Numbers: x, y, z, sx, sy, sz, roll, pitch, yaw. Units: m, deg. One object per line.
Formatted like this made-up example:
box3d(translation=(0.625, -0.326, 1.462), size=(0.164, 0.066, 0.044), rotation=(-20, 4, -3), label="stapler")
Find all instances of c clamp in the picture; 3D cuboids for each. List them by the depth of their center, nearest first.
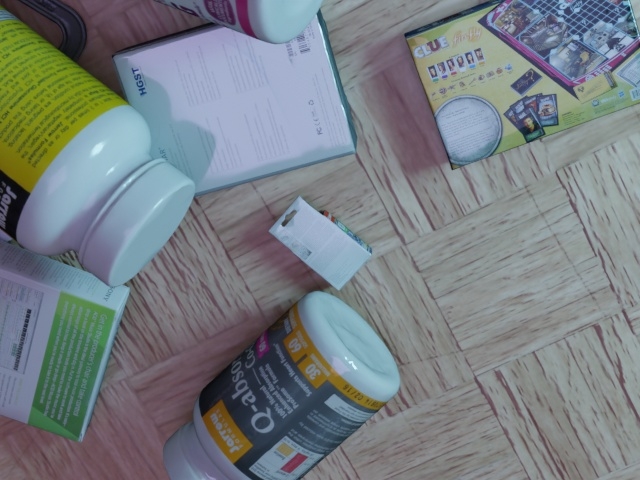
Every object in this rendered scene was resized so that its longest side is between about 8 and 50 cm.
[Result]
box3d(translation=(-0.345, -0.227, 1.207), size=(0.161, 0.022, 0.137), rotation=(37, 106, -9), label="c clamp")

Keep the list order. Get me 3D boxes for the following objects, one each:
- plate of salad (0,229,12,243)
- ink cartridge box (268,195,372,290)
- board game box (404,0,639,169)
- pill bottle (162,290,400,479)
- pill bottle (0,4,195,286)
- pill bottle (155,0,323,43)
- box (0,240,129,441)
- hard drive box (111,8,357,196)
box3d(translation=(-0.418, -0.088, 1.244), size=(0.200, 0.048, 0.199), rotation=(2, 102, 12), label="plate of salad")
box3d(translation=(0.000, 0.000, 1.258), size=(0.115, 0.029, 0.063), rotation=(40, 106, -8), label="ink cartridge box")
box3d(translation=(0.236, -0.198, 1.173), size=(0.243, 0.042, 0.165), rotation=(-19, 106, 9), label="board game box")
box3d(translation=(-0.051, 0.205, 1.259), size=(0.162, 0.162, 0.278), rotation=(44, 105, -10), label="pill bottle")
box3d(translation=(-0.305, -0.106, 1.099), size=(0.334, 0.188, 0.188), rotation=(37, 107, 6), label="pill bottle")
box3d(translation=(-0.137, -0.318, 1.059), size=(0.283, 0.160, 0.160), rotation=(24, 109, 18), label="pill bottle")
box3d(translation=(-0.414, 0.102, 1.275), size=(0.322, 0.058, 0.232), rotation=(21, 122, -3), label="box")
box3d(translation=(-0.092, -0.161, 1.179), size=(0.232, 0.089, 0.181), rotation=(-14, 106, 7), label="hard drive box")
